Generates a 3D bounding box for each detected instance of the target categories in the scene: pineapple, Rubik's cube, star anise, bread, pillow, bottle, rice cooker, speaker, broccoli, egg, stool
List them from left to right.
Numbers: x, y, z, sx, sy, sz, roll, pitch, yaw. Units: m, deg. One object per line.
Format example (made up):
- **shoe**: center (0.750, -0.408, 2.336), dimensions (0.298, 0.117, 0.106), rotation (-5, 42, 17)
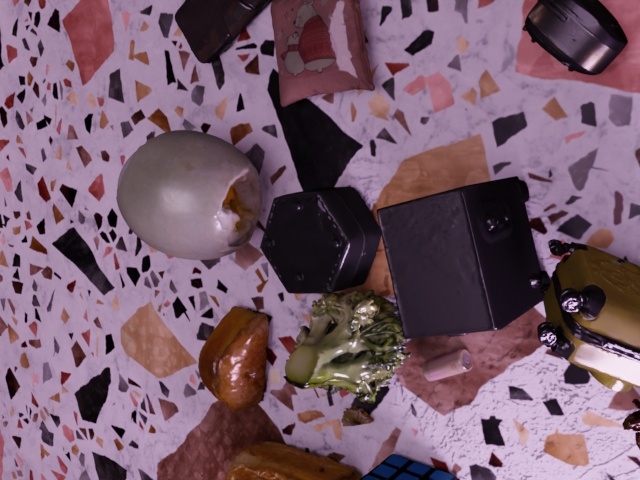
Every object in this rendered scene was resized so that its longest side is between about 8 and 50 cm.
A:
- **egg**: center (-0.299, -0.103, 1.574), dimensions (0.336, 0.278, 0.278), rotation (16, 107, 24)
- **bread**: center (-0.207, 0.286, 1.670), dimensions (0.129, 0.134, 0.260), rotation (19, 109, 33)
- **bread**: center (-0.064, 0.544, 1.592), dimensions (0.295, 0.167, 0.132), rotation (3, 100, 35)
- **pillow**: center (-0.004, -0.390, 1.434), dimensions (0.236, 0.084, 0.223), rotation (0, 99, 39)
- **stool**: center (0.000, 0.000, 1.465), dimensions (0.232, 0.141, 0.232), rotation (7, 103, 34)
- **broccoli**: center (0.023, 0.211, 1.424), dimensions (0.248, 0.246, 0.288), rotation (49, 117, 30)
- **pineapple**: center (0.075, 0.379, 1.555), dimensions (0.083, 0.019, 0.045), rotation (-15, 92, 39)
- **Rubik's cube**: center (0.168, 0.544, 1.429), dimensions (0.161, 0.162, 0.163), rotation (10, 103, 35)
- **bottle**: center (0.244, 0.243, 1.393), dimensions (0.096, 0.045, 0.045), rotation (-28, 82, 36)
- **speaker**: center (0.251, 0.026, 1.220), dimensions (0.184, 0.254, 0.232), rotation (-12, 91, 37)
- **rice cooker**: center (0.400, -0.336, 1.137), dimensions (0.165, 0.112, 0.106), rotation (44, 126, 23)
- **star anise**: center (0.551, 0.253, 1.166), dimensions (0.098, 0.070, 0.190), rotation (15, 107, 5)

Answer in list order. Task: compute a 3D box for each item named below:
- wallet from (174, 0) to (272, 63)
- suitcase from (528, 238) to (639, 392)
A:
- **wallet**: center (-0.203, -0.538, 1.579), dimensions (0.310, 0.042, 0.165), rotation (-36, 75, 34)
- **suitcase**: center (0.444, 0.121, 1.103), dimensions (0.235, 0.194, 0.143), rotation (22, 119, -3)
